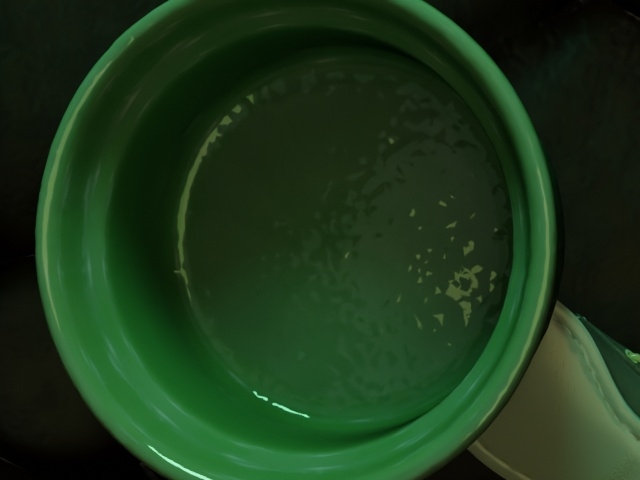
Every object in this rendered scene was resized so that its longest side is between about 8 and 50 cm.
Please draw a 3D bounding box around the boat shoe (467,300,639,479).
[{"bbox_3d":[0.172,0.117,1.185,0.305,0.091,0.109,42,107,5],"label":"boat shoe"}]

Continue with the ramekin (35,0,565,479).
[{"bbox_3d":[0.000,0.000,1.100,0.303,0.148,0.303,0,90,17],"label":"ramekin"}]

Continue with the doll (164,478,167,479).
[{"bbox_3d":[-0.067,0.232,1.221,0.129,0.046,0.189,6,102,19],"label":"doll"}]
